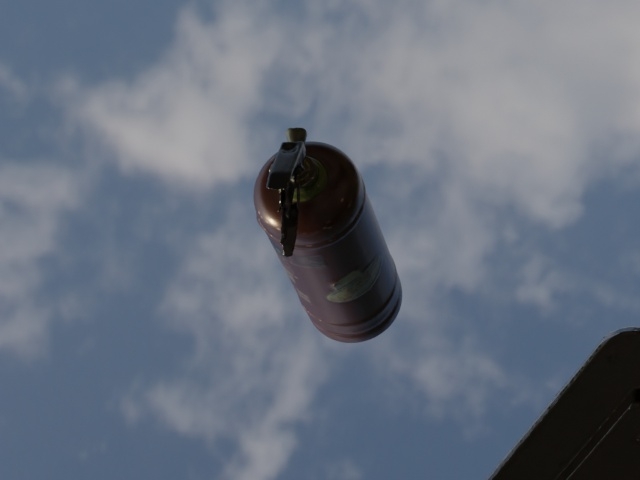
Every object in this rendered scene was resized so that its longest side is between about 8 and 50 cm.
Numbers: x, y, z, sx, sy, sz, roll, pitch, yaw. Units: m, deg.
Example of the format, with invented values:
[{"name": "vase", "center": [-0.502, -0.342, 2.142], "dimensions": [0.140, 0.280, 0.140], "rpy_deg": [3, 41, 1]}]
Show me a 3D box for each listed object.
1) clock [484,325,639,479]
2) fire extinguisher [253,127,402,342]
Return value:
[{"name": "clock", "center": [0.260, 0.239, 1.275], "dimensions": [0.273, 0.279, 0.049], "rpy_deg": [37, -157, 6]}, {"name": "fire extinguisher", "center": [0.000, 0.000, 1.534], "dimensions": [0.102, 0.344, 0.138], "rpy_deg": [-1, -116, 12]}]
